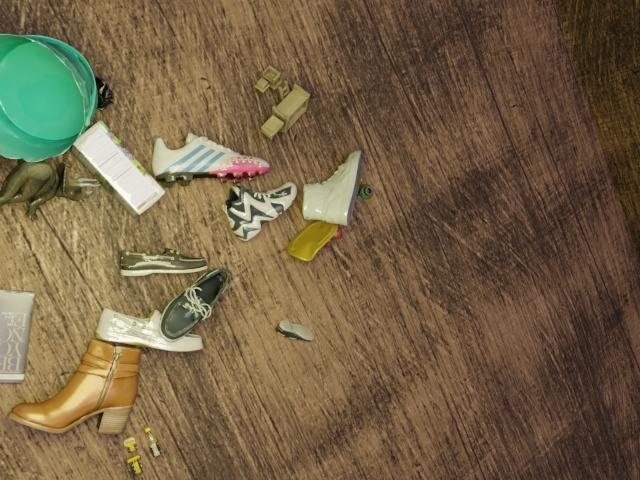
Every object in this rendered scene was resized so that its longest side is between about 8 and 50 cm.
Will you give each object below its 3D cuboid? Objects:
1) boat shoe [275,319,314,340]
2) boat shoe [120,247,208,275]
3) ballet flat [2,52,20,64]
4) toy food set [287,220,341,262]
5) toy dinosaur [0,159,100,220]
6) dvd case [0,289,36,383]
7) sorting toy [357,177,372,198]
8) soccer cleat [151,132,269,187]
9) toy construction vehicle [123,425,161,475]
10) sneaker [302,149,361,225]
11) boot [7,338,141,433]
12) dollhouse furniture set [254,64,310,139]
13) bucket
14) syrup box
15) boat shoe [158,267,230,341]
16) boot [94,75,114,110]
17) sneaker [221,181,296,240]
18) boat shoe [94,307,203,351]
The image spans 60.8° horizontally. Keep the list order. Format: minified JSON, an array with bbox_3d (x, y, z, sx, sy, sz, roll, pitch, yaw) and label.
[{"bbox_3d":[-0.078,0.278,1.642,0.125,0.038,0.046,23,36,-30],"label":"boat shoe"},{"bbox_3d":[-0.414,0.054,1.455,0.227,0.081,0.069,-2,93,-25],"label":"boat shoe"},{"bbox_3d":[-0.792,-0.485,1.296,0.203,0.074,0.074,42,70,-19],"label":"ballet flat"},{"bbox_3d":[0.000,0.000,1.656,0.218,0.128,0.071,-44,127,-27],"label":"toy food set"},{"bbox_3d":[-0.675,-0.134,1.266,0.121,0.313,0.160,44,92,9],"label":"toy dinosaur"},{"bbox_3d":[-0.783,0.226,1.295,0.164,0.018,0.222,8,84,-27],"label":"dvd case"},{"bbox_3d":[0.136,-0.172,1.770,0.102,0.042,0.061,36,72,-21],"label":"sorting toy"},{"bbox_3d":[-0.299,-0.233,1.511,0.331,0.116,0.143,-7,85,-29],"label":"soccer cleat"},{"bbox_3d":[-0.469,0.551,1.435,0.085,0.035,0.098,-24,96,-15],"label":"toy construction vehicle"},{"bbox_3d":[0.031,-0.175,1.671,0.108,0.169,0.293,80,21,-49],"label":"sneaker"},{"bbox_3d":[-0.587,0.352,1.336,0.283,0.109,0.220,15,82,-28],"label":"boot"},{"bbox_3d":[-0.152,-0.395,1.626,0.161,0.101,0.182,38,71,5],"label":"dollhouse furniture set"},{"bbox_3d":[-0.653,-0.331,1.244,0.281,0.183,0.281,-3,112,-7],"label":"bucket"},{"bbox_3d":[-0.522,-0.178,1.405,0.096,0.093,0.237,-47,108,-21],"label":"syrup box"},{"bbox_3d":[-0.327,0.165,1.449,0.095,0.079,0.254,52,45,-9],"label":"boat shoe"},{"bbox_3d":[-0.573,-0.391,1.386,0.045,0.099,0.121,-35,103,-25],"label":"boot"},{"bbox_3d":[-0.186,-0.128,1.573,0.235,0.094,0.153,-41,114,-12],"label":"sneaker"},{"bbox_3d":[-0.436,0.230,1.427,0.277,0.098,0.096,14,82,-25],"label":"boat shoe"}]
